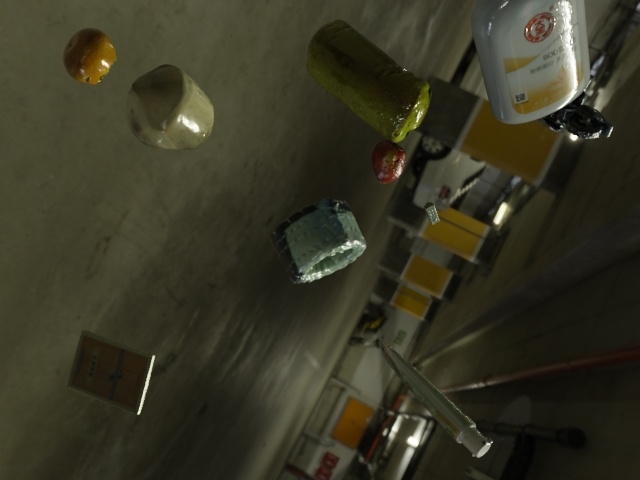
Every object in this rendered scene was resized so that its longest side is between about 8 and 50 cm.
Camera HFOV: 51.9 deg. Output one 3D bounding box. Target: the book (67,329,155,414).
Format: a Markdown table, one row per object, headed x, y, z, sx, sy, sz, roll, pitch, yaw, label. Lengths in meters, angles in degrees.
| x | y | z | sx | sy | sz | roll | pitch | yaw | label |
| --- | --- | --- | --- | --- | --- | --- | --- | --- | --- |
| -0.576 | 0.359 | 1.801 | 0.018 | 0.241 | 0.170 | 17 | 87 | -71 | book |

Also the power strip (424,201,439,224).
| x | y | z | sx | sy | sz | roll | pitch | yaw | label |
| --- | --- | --- | --- | --- | --- | --- | --- | --- | --- |
| 0.314 | -0.075 | 1.850 | 0.027 | 0.017 | 0.083 | -29 | 133 | 2 | power strip |

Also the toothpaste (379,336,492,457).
| x | y | z | sx | sy | sz | roll | pitch | yaw | label |
| --- | --- | --- | --- | --- | --- | --- | --- | --- | --- |
| 0.221 | 0.318 | 1.352 | 0.056 | 0.314 | 0.058 | 6 | 119 | -45 | toothpaste |

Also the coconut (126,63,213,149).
| x | y | z | sx | sy | sz | roll | pitch | yaw | label |
| --- | --- | --- | --- | --- | --- | --- | --- | --- | --- |
| -0.368 | -0.312 | 1.569 | 0.224 | 0.224 | 0.224 | -61 | 171 | -16 | coconut |

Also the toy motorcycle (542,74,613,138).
| x | y | z | sx | sy | sz | roll | pitch | yaw | label |
| --- | --- | --- | --- | --- | --- | --- | --- | --- | --- |
| 0.639 | -0.342 | 1.655 | 0.106 | 0.159 | 0.270 | 95 | -22 | -43 | toy motorcycle |

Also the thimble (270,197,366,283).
| x | y | z | sx | sy | sz | roll | pitch | yaw | label |
| --- | --- | --- | --- | --- | --- | --- | --- | --- | --- |
| 0.000 | 0.000 | 1.657 | 0.237 | 0.150 | 0.237 | -26 | 166 | -7 | thimble |

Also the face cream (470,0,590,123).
| x | y | z | sx | sy | sz | roll | pitch | yaw | label |
| --- | --- | --- | --- | --- | --- | --- | --- | --- | --- |
| 0.259 | -0.274 | 0.816 | 0.291 | 0.144 | 0.071 | 59 | 9 | -48 | face cream |

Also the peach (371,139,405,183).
| x | y | z | sx | sy | sz | roll | pitch | yaw | label |
| --- | --- | --- | --- | --- | --- | --- | --- | --- | --- |
| 0.135 | -0.160 | 1.359 | 0.083 | 0.077 | 0.050 | -62 | 173 | 26 | peach |

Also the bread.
| x | y | z | sx | sy | sz | roll | pitch | yaw | label |
| --- | --- | --- | --- | --- | --- | --- | --- | --- | --- |
| 0.100 | -0.394 | 1.602 | 0.112 | 0.383 | 0.166 | -7 | 135 | -49 | bread |

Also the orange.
| x | y | z | sx | sy | sz | roll | pitch | yaw | label |
| --- | --- | --- | --- | --- | --- | --- | --- | --- | --- |
| -0.642 | -0.514 | 1.842 | 0.134 | 0.154 | 0.155 | 22 | 96 | -46 | orange |
